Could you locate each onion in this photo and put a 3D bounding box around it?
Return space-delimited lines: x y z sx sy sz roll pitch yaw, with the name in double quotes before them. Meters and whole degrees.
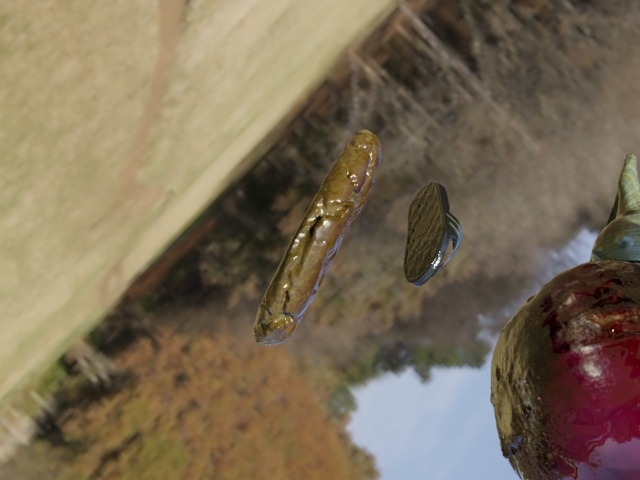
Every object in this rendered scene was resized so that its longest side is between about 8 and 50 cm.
"onion" 0.355 0.206 1.592 0.260 0.282 0.336 -109 -156 -46

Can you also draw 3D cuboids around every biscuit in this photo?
"biscuit" 0.000 0.000 1.300 0.226 0.042 0.226 -63 177 -6

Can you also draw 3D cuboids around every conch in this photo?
"conch" 0.420 0.013 1.834 0.234 0.114 0.137 -61 173 -50

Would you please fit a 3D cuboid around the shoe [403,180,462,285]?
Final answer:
"shoe" 0.135 -0.004 1.559 0.071 0.049 0.179 -47 -162 26
